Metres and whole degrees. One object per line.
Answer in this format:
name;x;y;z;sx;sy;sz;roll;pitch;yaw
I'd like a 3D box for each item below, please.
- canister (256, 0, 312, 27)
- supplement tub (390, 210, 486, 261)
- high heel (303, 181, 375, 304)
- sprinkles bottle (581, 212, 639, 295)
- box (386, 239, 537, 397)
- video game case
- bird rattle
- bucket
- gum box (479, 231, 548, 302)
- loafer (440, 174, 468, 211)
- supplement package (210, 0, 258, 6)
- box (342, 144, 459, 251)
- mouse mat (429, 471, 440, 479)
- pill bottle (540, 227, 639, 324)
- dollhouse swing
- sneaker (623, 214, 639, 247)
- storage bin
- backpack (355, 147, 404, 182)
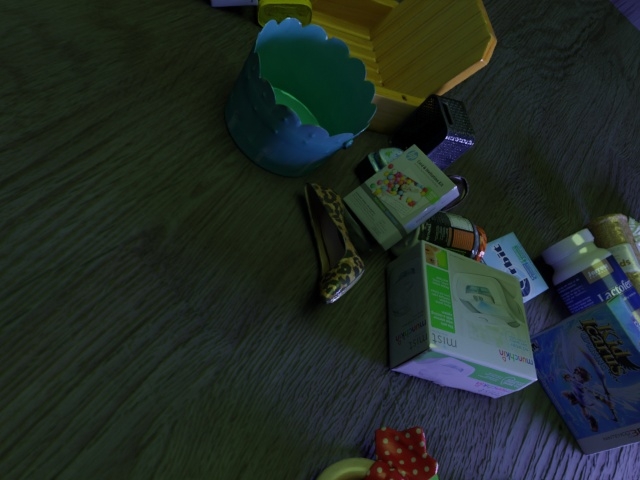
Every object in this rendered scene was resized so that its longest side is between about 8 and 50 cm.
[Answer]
canister;-0.091;-0.579;1.482;0.126;0.073;0.170;-3;59;-9
supplement tub;0.247;-0.004;1.335;0.190;0.117;0.117;12;56;-29
high heel;0.000;0.000;1.172;0.186;0.093;0.261;48;31;-8
sprinkles bottle;0.789;0.109;1.630;0.121;0.121;0.355;6;59;-31
box;0.267;0.159;1.243;0.262;0.127;0.231;21;51;-24
video game case;0.569;0.278;1.288;0.061;0.244;0.269;-20;75;-40
bird rattle;0.084;0.400;0.962;0.207;0.143;0.253;8;53;-11
bucket;-0.045;-0.273;1.262;0.281;0.183;0.281;17;55;-25
gum box;0.420;0.076;1.453;0.184;0.041;0.157;-19;74;-41
loafer;0.267;-0.093;1.418;0.220;0.078;0.080;-26;102;-37
supplement package;-0.193;-0.618;1.408;0.105;0.105;0.179;-3;59;-2
box;0.158;-0.087;1.269;0.145;0.186;0.038;54;0;36
mouse mat;0.141;0.459;1.046;0.190;0.007;0.152;4;60;-33
pill bottle;0.649;0.113;1.510;0.153;0.153;0.264;-18;73;-40
dollhouse swing;0.159;-0.475;1.446;0.315;0.305;0.347;7;60;-31
sneaker;0.899;-0.026;1.813;0.232;0.090;0.115;-5;62;-37
storage bin;0.248;-0.228;1.432;0.084;0.180;0.122;6;59;-32
backpack;0.153;-0.149;1.384;0.114;0.084;0.105;-16;75;-43
